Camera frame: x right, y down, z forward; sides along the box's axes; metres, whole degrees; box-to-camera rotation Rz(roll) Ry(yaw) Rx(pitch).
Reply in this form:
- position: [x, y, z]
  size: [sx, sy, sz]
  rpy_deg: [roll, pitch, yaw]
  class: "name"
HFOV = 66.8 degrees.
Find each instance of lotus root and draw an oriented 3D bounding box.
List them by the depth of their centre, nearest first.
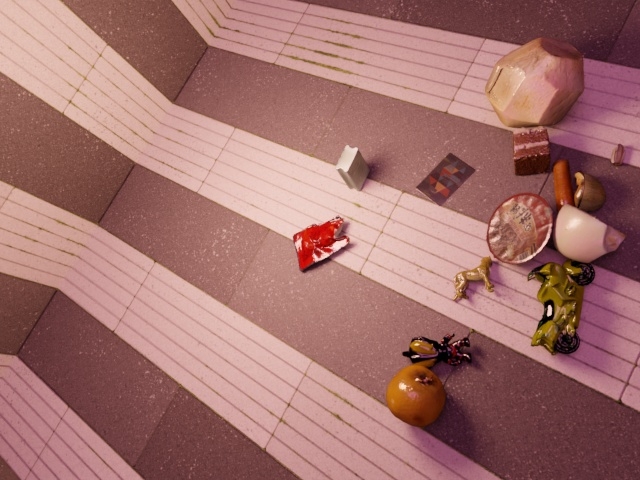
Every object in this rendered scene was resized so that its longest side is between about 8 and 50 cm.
- position: [1.098, -0.314, 1.791]
  size: [0.037, 0.030, 0.083]
  rpy_deg: [19, 81, -5]
  class: "lotus root"

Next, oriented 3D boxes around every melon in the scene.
- position: [0.978, -0.184, 1.749]
  size: [0.128, 0.079, 0.160]
  rpy_deg: [13, 61, 0]
  class: "melon"

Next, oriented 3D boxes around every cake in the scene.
- position: [0.808, -0.347, 1.868]
  size: [0.135, 0.134, 0.147]
  rpy_deg: [-6, 60, 20]
  class: "cake"

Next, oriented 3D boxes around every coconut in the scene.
- position: [0.812, -0.594, 1.866]
  size: [0.352, 0.352, 0.353]
  rpy_deg: [-7, 69, 20]
  class: "coconut"

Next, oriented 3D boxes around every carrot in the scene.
- position: [0.905, -0.192, 1.805]
  size: [0.067, 0.067, 0.225]
  rpy_deg: [-5, 68, 21]
  class: "carrot"

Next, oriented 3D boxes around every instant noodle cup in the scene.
- position: [0.744, -0.032, 1.767]
  size: [0.274, 0.090, 0.274]
  rpy_deg: [-34, 46, 45]
  class: "instant noodle cup"

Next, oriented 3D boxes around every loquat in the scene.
- position: [0.331, 0.541, 1.692]
  size: [0.207, 0.208, 0.208]
  rpy_deg: [-7, 69, 20]
  class: "loquat"

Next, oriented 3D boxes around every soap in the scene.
- position: [0.140, -0.307, 2.081]
  size: [0.066, 0.198, 0.119]
  rpy_deg: [23, 81, 26]
  class: "soap"

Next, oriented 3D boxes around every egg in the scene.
- position: [0.890, -0.011, 1.659]
  size: [0.206, 0.271, 0.162]
  rpy_deg: [39, 108, 32]
  class: "egg"

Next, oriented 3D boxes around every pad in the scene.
- position: [0.518, -0.256, 2.020]
  size: [0.211, 0.003, 0.143]
  rpy_deg: [-47, 61, 1]
  class: "pad"

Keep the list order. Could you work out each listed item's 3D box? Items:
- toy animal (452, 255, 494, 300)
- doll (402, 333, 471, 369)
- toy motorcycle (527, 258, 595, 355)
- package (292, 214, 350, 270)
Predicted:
- position: [0.567, 0.143, 1.826]
  size: [0.181, 0.073, 0.136]
  rpy_deg: [-23, 55, 26]
  class: "toy animal"
- position: [0.420, 0.407, 1.772]
  size: [0.248, 0.088, 0.127]
  rpy_deg: [-4, 70, 17]
  class: "doll"
- position: [0.802, 0.211, 1.658]
  size: [0.205, 0.142, 0.343]
  rpy_deg: [12, 75, 27]
  class: "toy motorcycle"
- position: [0.000, 0.000, 2.103]
  size: [0.269, 0.071, 0.194]
  rpy_deg: [-22, 50, 18]
  class: "package"
